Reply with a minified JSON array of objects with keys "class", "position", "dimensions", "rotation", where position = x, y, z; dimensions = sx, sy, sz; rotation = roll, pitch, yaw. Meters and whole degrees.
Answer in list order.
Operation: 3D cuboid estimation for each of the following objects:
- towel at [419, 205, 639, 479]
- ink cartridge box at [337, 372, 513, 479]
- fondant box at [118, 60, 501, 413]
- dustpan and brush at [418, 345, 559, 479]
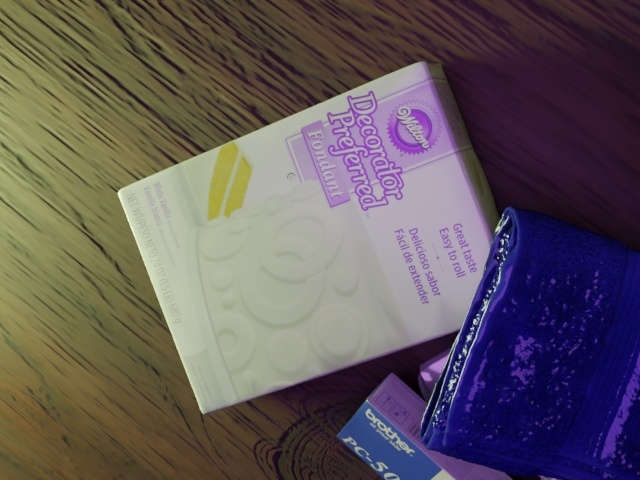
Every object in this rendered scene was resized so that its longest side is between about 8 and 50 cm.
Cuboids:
[{"class":"towel","position":[0.263,0.121,0.887],"dimensions":[0.308,0.076,0.227],"rotation":[17,103,-8]},{"class":"ink cartridge box","position":[0.117,0.226,0.989],"dimensions":[0.207,0.046,0.097],"rotation":[41,146,9]},{"class":"fondant box","position":[0.000,0.000,0.997],"dimensions":[0.330,0.096,0.238],"rotation":[-21,90,17]},{"class":"dustpan and brush","position":[0.197,0.183,0.976],"dimensions":[0.147,0.060,0.211],"rotation":[-33,87,18]}]
